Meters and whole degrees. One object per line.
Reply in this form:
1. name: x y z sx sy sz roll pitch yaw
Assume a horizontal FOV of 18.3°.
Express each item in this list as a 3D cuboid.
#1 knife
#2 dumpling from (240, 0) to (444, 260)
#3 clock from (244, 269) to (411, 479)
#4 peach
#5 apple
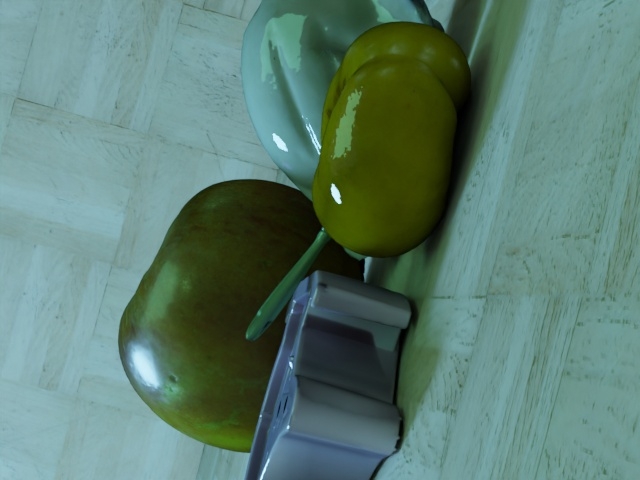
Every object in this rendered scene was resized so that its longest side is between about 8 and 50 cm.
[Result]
1. knife: 0.000 0.000 1.514 0.207 0.014 0.030 -54 -3 -31
2. dumpling: 0.042 -0.137 1.633 0.175 0.243 0.227 -37 6 -32
3. clock: -0.003 0.159 1.475 0.290 0.080 0.275 126 159 -79
4. peach: 0.052 -0.079 1.453 0.179 0.103 0.179 -169 90 -88
5. apple: -0.059 0.070 1.739 0.237 0.207 0.237 -62 3 6
